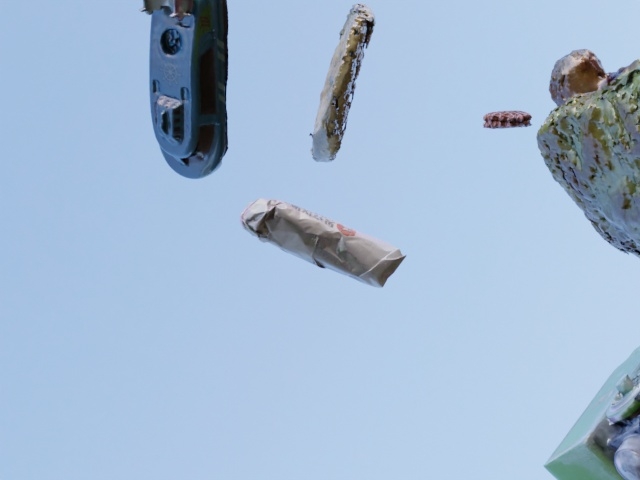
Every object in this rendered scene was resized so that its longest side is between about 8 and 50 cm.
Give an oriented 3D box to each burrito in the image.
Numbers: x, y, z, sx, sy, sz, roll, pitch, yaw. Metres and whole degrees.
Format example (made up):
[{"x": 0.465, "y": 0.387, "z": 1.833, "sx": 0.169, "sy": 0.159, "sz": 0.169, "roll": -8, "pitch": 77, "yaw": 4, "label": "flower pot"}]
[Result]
[{"x": 0.000, "y": 0.001, "z": 1.094, "sx": 0.203, "sy": 0.064, "sz": 0.064, "roll": 21, "pitch": -91, "yaw": -1, "label": "burrito"}]

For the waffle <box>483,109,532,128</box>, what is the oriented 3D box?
[{"x": 0.288, "y": -0.185, "z": 1.399, "sx": 0.083, "sy": 0.075, "sz": 0.029, "roll": -24, "pitch": -68, "yaw": -67, "label": "waffle"}]

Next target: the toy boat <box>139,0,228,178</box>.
[{"x": -0.206, "y": -0.223, "z": 1.294, "sx": 0.092, "sy": 0.134, "sz": 0.298, "roll": -30, "pitch": -50, "yaw": -49, "label": "toy boat"}]

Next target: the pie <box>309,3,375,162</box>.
[{"x": 0.033, "y": -0.255, "z": 1.487, "sx": 0.055, "sy": 0.274, "sz": 0.274, "roll": 15, "pitch": -86, "yaw": -3, "label": "pie"}]

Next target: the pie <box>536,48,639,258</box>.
[{"x": 0.467, "y": -0.067, "z": 1.117, "sx": 0.180, "sy": 0.418, "sz": 0.395, "roll": -44, "pitch": -68, "yaw": -5, "label": "pie"}]

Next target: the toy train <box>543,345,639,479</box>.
[{"x": 0.472, "y": 0.243, "z": 1.256, "sx": 0.307, "sy": 0.173, "sz": 0.249, "roll": -40, "pitch": -13, "yaw": -35, "label": "toy train"}]
